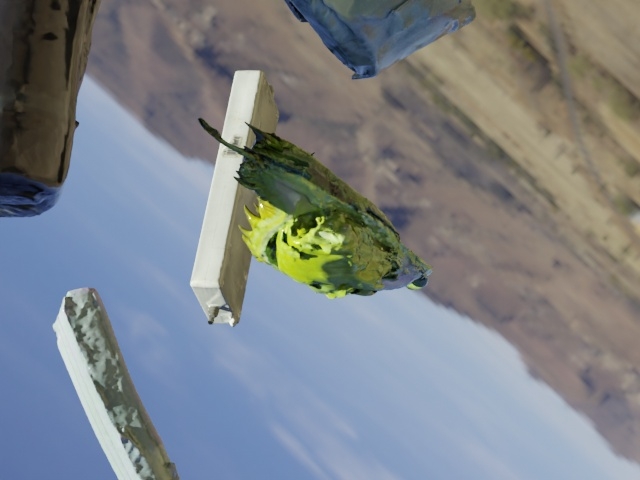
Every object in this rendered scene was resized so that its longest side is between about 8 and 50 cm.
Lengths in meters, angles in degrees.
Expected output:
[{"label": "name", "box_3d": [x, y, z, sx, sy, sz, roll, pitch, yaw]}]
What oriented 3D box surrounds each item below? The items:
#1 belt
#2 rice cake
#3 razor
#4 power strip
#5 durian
[{"label": "belt", "box_3d": [0.024, -0.267, 1.322, 0.207, 0.150, 0.257, 49, -172, -40]}, {"label": "rice cake", "box_3d": [-0.161, 0.155, 1.205, 0.237, 0.043, 0.127, 63, 162, 2]}, {"label": "razor", "box_3d": [-0.234, -0.189, 1.187, 0.113, 0.349, 0.204, 12, 170, -8]}, {"label": "power strip", "box_3d": [-0.108, -0.054, 1.865, 0.043, 0.367, 0.106, 0, 147, 14]}, {"label": "durian", "box_3d": [0.001, -0.007, 1.405, 0.132, 0.107, 0.375, 24, 173, 39]}]
